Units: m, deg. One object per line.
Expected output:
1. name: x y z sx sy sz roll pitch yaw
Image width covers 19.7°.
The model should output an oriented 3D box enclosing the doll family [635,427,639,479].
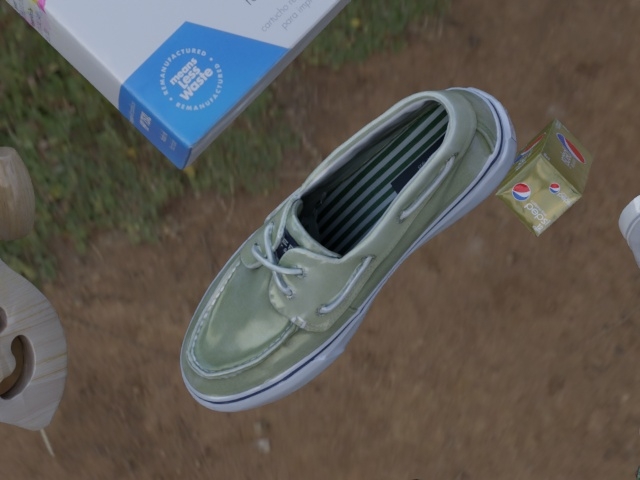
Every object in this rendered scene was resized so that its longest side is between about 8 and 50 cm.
1. doll family: 0.377 0.206 1.641 0.193 0.076 0.111 -13 35 3

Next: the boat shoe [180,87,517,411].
1. boat shoe: 0.000 0.000 1.251 0.302 0.094 0.109 -46 61 17

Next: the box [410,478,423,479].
1. box: -0.047 0.243 0.829 0.270 0.060 0.216 -11 70 -19

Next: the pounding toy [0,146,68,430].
1. pounding toy: -0.275 0.067 1.195 0.155 0.154 0.269 8 37 44

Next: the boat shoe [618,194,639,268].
1. boat shoe: 0.293 0.017 1.539 0.066 0.184 0.063 -23 60 -2

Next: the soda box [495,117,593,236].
1. soda box: 0.219 -0.064 1.785 0.058 0.181 0.061 45 108 -3

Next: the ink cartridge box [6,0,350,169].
1. ink cartridge box: -0.104 -0.165 0.926 0.231 0.078 0.134 44 81 -1
